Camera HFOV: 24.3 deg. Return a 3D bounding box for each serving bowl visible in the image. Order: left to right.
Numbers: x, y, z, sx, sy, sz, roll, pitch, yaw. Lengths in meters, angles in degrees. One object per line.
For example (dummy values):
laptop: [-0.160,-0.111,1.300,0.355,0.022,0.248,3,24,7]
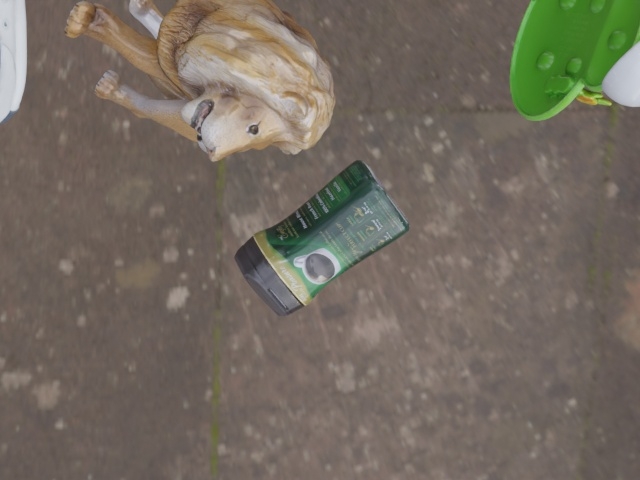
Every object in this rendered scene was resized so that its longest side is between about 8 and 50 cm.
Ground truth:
serving bowl: [0.209,-0.106,0.885,0.083,0.083,0.027,-36,76,8]

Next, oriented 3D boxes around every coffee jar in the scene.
coffee jar: [0.000,0.000,1.643,0.184,0.079,0.096,-36,129,3]

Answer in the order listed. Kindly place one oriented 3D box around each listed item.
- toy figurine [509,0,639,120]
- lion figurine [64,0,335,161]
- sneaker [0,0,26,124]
toy figurine: [0.240,-0.118,1.019,0.159,0.173,0.130,18,94,-19]
lion figurine: [-0.093,-0.148,1.342,0.240,0.392,0.142,30,90,2]
sneaker: [-0.252,-0.199,1.010,0.094,0.091,0.258,-2,87,12]
